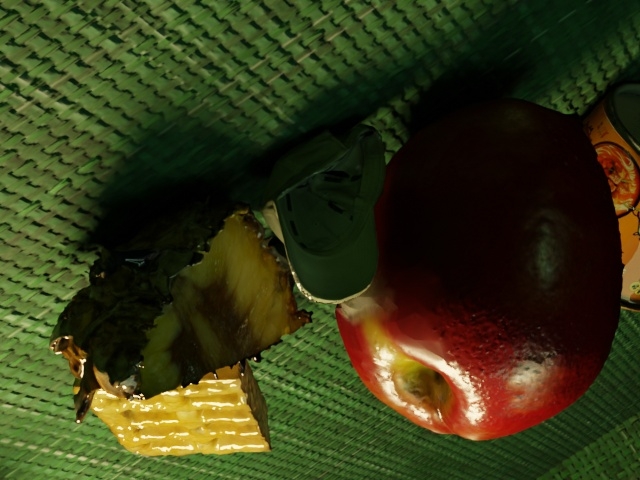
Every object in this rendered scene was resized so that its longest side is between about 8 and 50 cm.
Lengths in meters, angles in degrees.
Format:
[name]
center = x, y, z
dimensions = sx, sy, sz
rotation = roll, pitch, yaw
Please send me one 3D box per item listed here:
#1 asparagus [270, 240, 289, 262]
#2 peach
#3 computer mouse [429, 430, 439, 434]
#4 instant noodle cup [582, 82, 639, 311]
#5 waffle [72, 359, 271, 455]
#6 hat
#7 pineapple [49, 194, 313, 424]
[asparagus]
center = 0.000, 0.000, 1.800
dimensions = 0.178, 0.041, 0.045
rotation = -27, 151, -10
[peach]
center = 0.160, 0.017, 1.715
dimensions = 0.338, 0.281, 0.281
rotation = -60, 178, -34
[computer mouse]
center = 0.244, 0.147, 2.382
dimensions = 0.323, 0.116, 0.183
rotation = -35, 162, 30
[instant noodle cup]
center = 0.340, -0.054, 1.944
dimensions = 0.216, 0.216, 0.172
rotation = -10, 142, -45
[waffle]
center = -0.146, 0.166, 1.862
dimensions = 0.168, 0.057, 0.274
rotation = -3, 160, 6
[hat]
center = 0.005, -0.020, 1.617
dimensions = 0.122, 0.166, 0.081
rotation = 2, 154, -27
[pineapple]
center = -0.146, 0.039, 1.584
dimensions = 0.334, 0.161, 0.158
rotation = -29, 126, -54
